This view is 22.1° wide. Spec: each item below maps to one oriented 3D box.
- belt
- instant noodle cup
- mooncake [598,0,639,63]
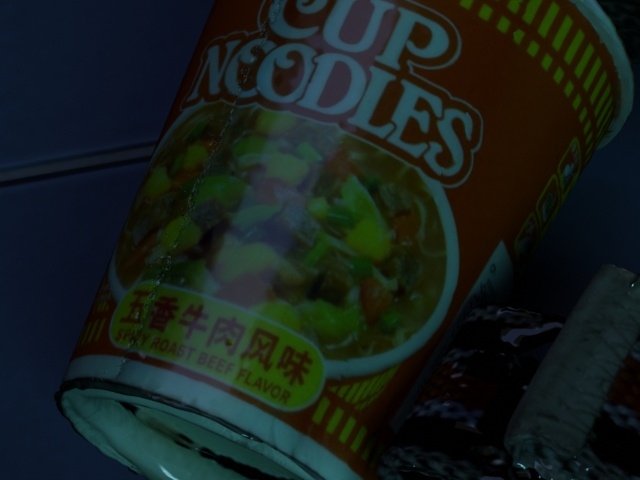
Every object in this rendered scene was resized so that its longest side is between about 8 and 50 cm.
[{"bbox_3d":[0.193,0.100,0.490,0.359,0.126,0.094,12,46,28],"label":"belt"},{"bbox_3d":[0.000,0.000,0.645,0.193,0.193,0.212,10,62,33],"label":"instant noodle cup"},{"bbox_3d":[0.063,-0.194,0.721,0.136,0.250,0.254,-58,25,20],"label":"mooncake"}]
